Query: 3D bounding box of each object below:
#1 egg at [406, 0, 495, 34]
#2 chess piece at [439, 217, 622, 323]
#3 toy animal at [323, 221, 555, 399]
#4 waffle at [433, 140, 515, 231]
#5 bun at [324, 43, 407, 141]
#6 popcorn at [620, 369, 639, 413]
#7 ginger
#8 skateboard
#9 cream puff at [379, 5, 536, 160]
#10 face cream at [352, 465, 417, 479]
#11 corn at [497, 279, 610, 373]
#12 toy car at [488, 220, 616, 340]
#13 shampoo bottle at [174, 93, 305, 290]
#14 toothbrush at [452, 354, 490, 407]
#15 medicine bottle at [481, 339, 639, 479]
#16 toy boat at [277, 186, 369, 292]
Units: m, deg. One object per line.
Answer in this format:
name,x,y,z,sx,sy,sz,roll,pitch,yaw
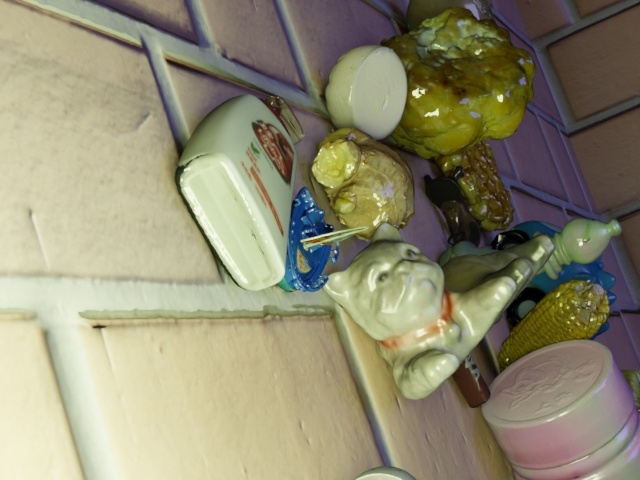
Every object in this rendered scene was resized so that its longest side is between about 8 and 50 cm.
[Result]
egg,0.242,-0.388,2.217,0.201,0.164,0.164,67,20,-12
chess piece,0.327,0.027,1.829,0.139,0.272,0.139,52,24,-34
toy animal,0.145,0.053,1.465,0.188,0.308,0.266,35,-22,15
waffle,0.257,-0.150,2.141,0.325,0.068,0.302,13,56,-63
bun,0.050,-0.204,1.656,0.138,0.094,0.138,-21,118,-49
popcorn,0.512,0.350,2.021,0.276,0.226,0.276,-10,90,-73
ginger,0.058,-0.070,1.506,0.157,0.102,0.216,57,22,-7
skateboard,0.216,-0.039,1.938,0.151,0.067,0.080,63,29,-22
cream puff,0.202,-0.235,1.909,0.185,0.282,0.281,93,-6,-49
face cream,0.063,0.266,1.179,0.091,0.091,0.095,67,13,0
corn,0.355,0.140,1.845,0.097,0.261,0.097,13,53,-18
toy car,0.429,0.076,2.153,0.188,0.190,0.255,36,35,-52
shampoo bottle,-0.066,-0.082,1.253,0.153,0.071,0.284,60,23,-22
toothbrush,0.139,0.077,1.645,0.364,0.041,0.041,60,21,-16
medicine bottle,0.391,0.332,1.751,0.325,0.212,0.212,61,21,-19
toy boat,0.000,0.000,1.277,0.091,0.110,0.175,59,23,-20
